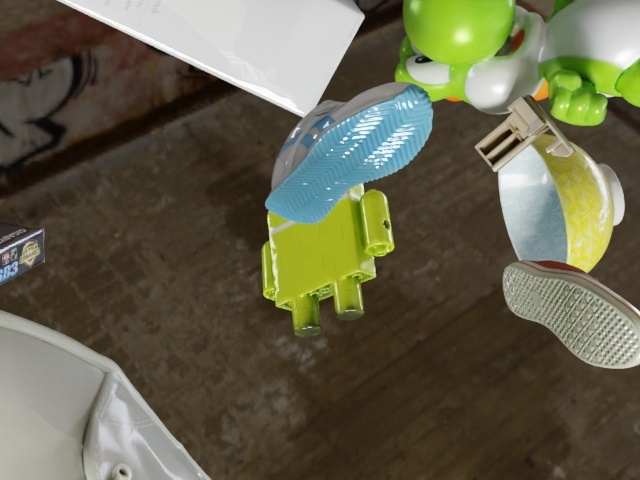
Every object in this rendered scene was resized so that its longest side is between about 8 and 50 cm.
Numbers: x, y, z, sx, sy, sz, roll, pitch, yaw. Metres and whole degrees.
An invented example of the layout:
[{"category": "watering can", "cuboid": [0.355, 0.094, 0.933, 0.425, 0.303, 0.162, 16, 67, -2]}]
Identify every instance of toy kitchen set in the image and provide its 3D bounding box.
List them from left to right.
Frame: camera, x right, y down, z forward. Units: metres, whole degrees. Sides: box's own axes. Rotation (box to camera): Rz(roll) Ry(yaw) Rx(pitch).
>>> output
[{"category": "toy kitchen set", "cuboid": [0.190, -0.087, 0.900, 0.068, 0.075, 0.083, 52, -160, 8]}]

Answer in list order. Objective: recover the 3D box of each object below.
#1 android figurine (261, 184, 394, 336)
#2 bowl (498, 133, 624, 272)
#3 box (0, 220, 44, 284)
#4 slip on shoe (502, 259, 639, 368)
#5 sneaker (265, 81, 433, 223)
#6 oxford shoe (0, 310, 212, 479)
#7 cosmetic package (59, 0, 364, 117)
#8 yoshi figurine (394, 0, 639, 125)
[{"category": "android figurine", "cuboid": [0.000, 0.000, 1.435, 0.056, 0.248, 0.272, 21, -128, -44]}, {"category": "bowl", "cuboid": [0.448, -0.065, 1.716, 0.156, 0.289, 0.289, -13, -127, -8]}, {"category": "box", "cuboid": [-0.653, 0.027, 1.546, 0.293, 0.073, 0.295, 7, -161, 16]}, {"category": "slip on shoe", "cuboid": [0.383, 0.093, 1.395, 0.101, 0.123, 0.331, -9, -166, -15]}, {"category": "sneaker", "cuboid": [0.022, -0.101, 0.924, 0.087, 0.229, 0.092, 25, -124, -26]}, {"category": "oxford shoe", "cuboid": [-0.142, 0.189, 0.612, 0.169, 0.449, 0.130, -46, -143, -7]}, {"category": "cosmetic package", "cuboid": [-0.190, -0.348, 1.223, 0.453, 0.161, 0.230, 23, -160, -20]}, {"category": "yoshi figurine", "cuboid": [0.231, -0.209, 0.909, 0.362, 0.203, 0.203, -4, -159, 24]}]
